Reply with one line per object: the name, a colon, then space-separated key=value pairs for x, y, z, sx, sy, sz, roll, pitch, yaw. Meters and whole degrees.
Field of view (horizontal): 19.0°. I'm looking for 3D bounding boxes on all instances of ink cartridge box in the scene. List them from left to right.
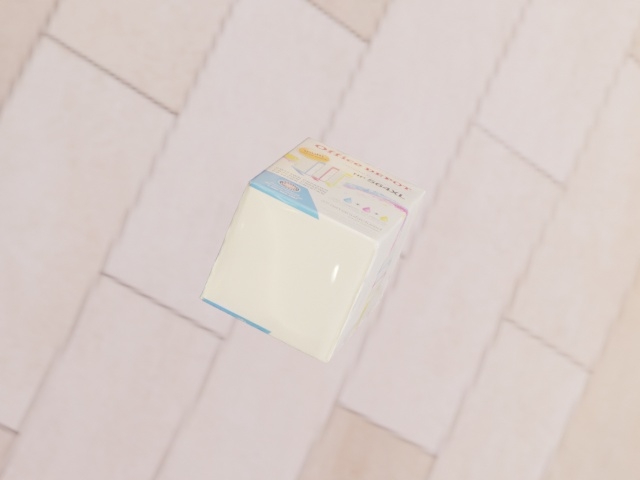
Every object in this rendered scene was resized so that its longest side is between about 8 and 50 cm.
ink cartridge box: x=0.000 y=0.000 z=1.228 sx=0.090 sy=0.092 sz=0.143 roll=-67 pitch=172 yaw=22
